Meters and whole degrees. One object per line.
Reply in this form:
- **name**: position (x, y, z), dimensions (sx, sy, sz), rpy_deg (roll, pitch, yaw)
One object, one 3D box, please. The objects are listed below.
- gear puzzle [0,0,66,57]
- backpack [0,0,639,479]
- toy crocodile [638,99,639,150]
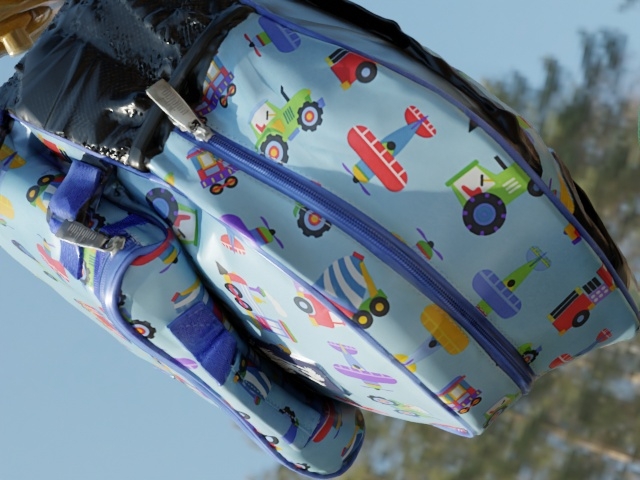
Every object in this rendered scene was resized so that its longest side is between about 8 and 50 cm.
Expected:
- **gear puzzle**: position (-0.240, -0.036, 0.678), dimensions (0.044, 0.339, 0.175), rpy_deg (62, -170, 2)
- **backpack**: position (0.000, 0.000, 0.491), dimensions (0.117, 0.173, 0.158), rpy_deg (-52, -40, -9)
- **toy crocodile**: position (0.221, -0.130, 0.503), dimensions (0.105, 0.115, 0.340), rpy_deg (38, -94, -14)
